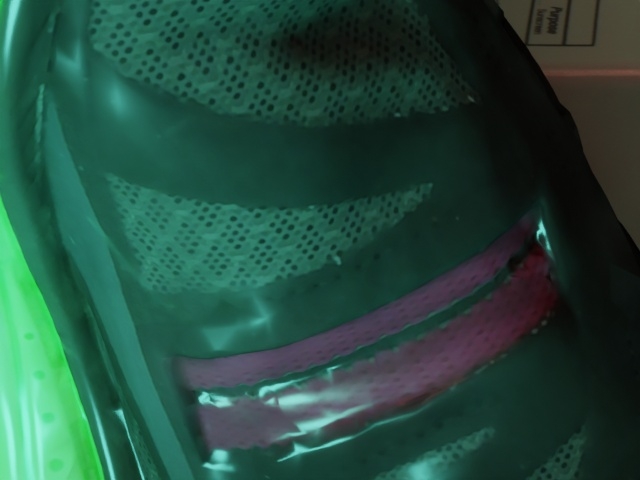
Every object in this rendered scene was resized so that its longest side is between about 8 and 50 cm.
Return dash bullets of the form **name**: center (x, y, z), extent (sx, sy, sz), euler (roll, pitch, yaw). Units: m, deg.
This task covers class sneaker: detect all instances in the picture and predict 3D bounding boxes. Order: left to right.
- **sneaker**: center (0.000, 0.000, 0.427), extent (0.202, 0.483, 0.185), euler (-2, 33, -7)

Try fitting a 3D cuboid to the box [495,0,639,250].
- **box**: center (0.006, -0.050, 0.570), extent (0.232, 0.127, 0.149), euler (3, 40, 13)
